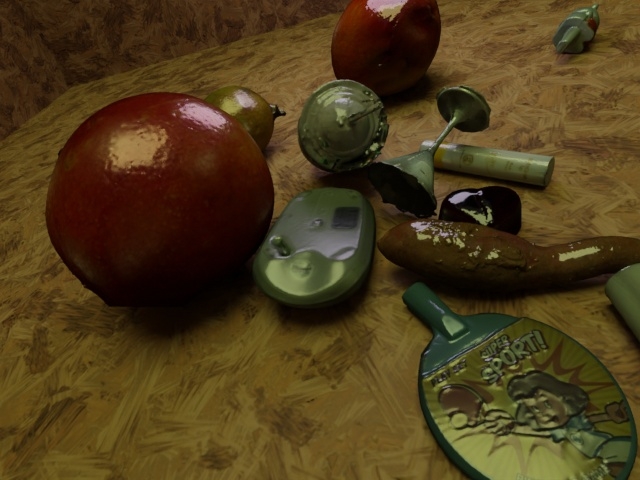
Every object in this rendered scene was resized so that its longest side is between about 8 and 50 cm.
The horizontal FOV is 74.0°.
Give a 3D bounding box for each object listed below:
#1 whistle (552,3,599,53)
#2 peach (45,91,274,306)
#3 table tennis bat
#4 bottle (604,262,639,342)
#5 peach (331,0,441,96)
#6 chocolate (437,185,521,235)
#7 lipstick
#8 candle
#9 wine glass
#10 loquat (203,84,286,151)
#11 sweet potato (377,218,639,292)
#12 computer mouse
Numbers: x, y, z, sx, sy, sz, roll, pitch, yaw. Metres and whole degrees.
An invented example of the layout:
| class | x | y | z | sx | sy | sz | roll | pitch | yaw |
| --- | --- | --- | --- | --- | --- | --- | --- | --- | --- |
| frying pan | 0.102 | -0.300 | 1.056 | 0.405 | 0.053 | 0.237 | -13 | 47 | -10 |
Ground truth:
| class | x | y | z | sx | sy | sz | roll | pitch | yaw |
| --- | --- | --- | --- | --- | --- | --- | --- | --- | --- |
| whistle | 0.728 | -0.597 | 1.209 | 0.106 | 0.101 | 0.253 | 21 | 49 | 35 |
| peach | -0.278 | -0.060 | 0.750 | 0.388 | 0.388 | 0.388 | -11 | 38 | 9 |
| table tennis bat | 0.211 | 0.161 | 0.530 | 0.215 | 0.044 | 0.329 | -27 | 40 | -10 |
| bottle | 0.407 | 0.117 | 0.477 | 0.072 | 0.072 | 0.201 | -11 | 38 | 9 |
| peach | 0.195 | -0.587 | 1.255 | 0.373 | 0.289 | 0.372 | -17 | 31 | 11 |
| chocolate | 0.265 | -0.042 | 0.725 | 0.149 | 0.080 | 0.125 | 1 | 41 | 20 |
| lipstick | 0.328 | -0.161 | 0.864 | 0.264 | 0.059 | 0.059 | 20 | 51 | 38 |
| candle | 0.045 | -0.233 | 0.881 | 0.187 | 0.187 | 0.330 | -18 | 9 | 0 |
| wine glass | 0.213 | -0.174 | 0.808 | 0.156 | 0.156 | 0.232 | 26 | 71 | 42 |
| loquat | -0.216 | -0.327 | 1.176 | 0.246 | 0.213 | 0.213 | -19 | 38 | -3 |
| sweet potato | 0.271 | 0.026 | 0.624 | 0.385 | 0.109 | 0.109 | 6 | 43 | 17 |
| computer mouse | 0.000 | 0.005 | 0.763 | 0.197 | 0.095 | 0.331 | 6 | 33 | 11 |
